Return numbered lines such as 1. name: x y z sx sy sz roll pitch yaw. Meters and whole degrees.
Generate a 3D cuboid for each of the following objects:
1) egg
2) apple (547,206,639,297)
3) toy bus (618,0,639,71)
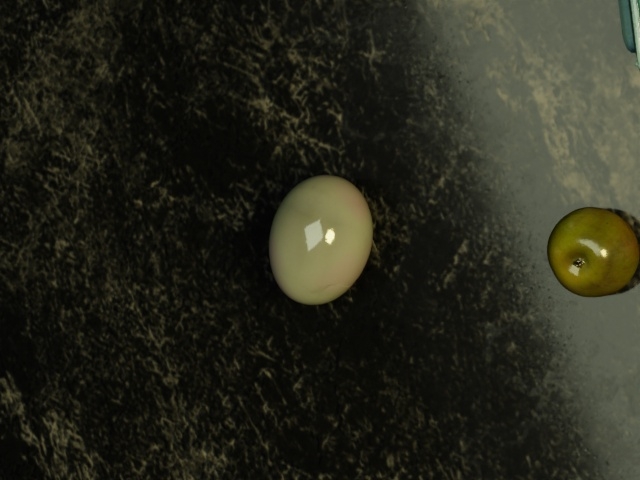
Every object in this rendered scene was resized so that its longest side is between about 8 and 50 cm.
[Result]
1. egg: 0.000 0.000 1.844 0.103 0.103 0.135 17 98 20
2. apple: 0.262 0.013 1.759 0.089 0.074 0.089 12 115 27
3. toy bus: 0.357 -0.314 1.659 0.190 0.152 0.312 -6 96 15
